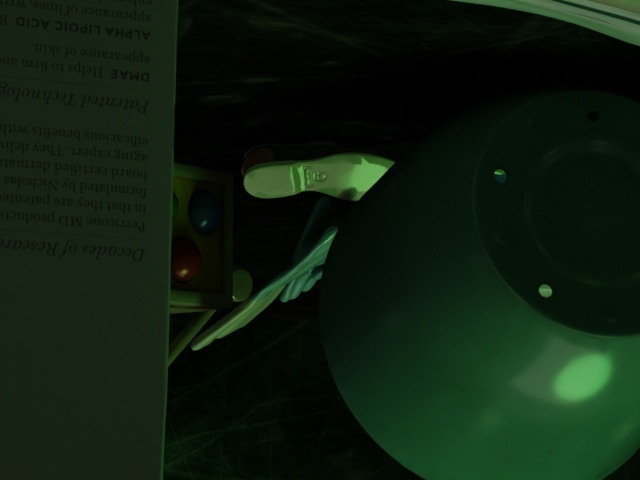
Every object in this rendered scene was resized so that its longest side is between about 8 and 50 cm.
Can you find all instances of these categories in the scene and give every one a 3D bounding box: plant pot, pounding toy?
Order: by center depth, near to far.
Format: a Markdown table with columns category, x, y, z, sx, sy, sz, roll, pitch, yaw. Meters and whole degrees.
| category | x | y | z | sx | sy | sz | roll | pitch | yaw |
| --- | --- | --- | --- | --- | --- | --- | --- | --- | --- |
| plant pot | 0.165 | 0.019 | 1.405 | 0.293 | 0.293 | 0.235 | 1 | 158 | -12 |
| pounding toy | -0.121 | 0.027 | 1.767 | 0.094 | 0.181 | 0.206 | -7 | 170 | 40 |

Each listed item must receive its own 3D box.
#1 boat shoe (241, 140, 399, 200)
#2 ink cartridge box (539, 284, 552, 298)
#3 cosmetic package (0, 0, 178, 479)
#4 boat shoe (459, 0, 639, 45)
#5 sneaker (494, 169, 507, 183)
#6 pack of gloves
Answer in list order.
| category | x | y | z | sx | sy | sz | roll | pitch | yaw |
| --- | --- | --- | --- | --- | --- | --- | --- | --- | --- |
| boat shoe | 0.002 | -0.062 | 1.629 | 0.137 | 0.049 | 0.043 | -3 | -145 | 0 |
| ink cartridge box | 0.313 | -0.004 | 1.747 | 0.307 | 0.129 | 0.223 | -1 | 173 | 4 |
| cosmetic package | -0.171 | 0.024 | 0.941 | 0.156 | 0.385 | 0.217 | 3 | 173 | -21 |
| boat shoe | 0.133 | -0.137 | 0.801 | 0.302 | 0.109 | 0.094 | 3 | 170 | -5 |
| sneaker | 0.160 | -0.061 | 1.614 | 0.188 | 0.067 | 0.078 | -1 | -166 | -11 |
| pack of gloves | 0.000 | 0.000 | 1.737 | 0.232 | 0.046 | 0.195 | -38 | 173 | 38 |
